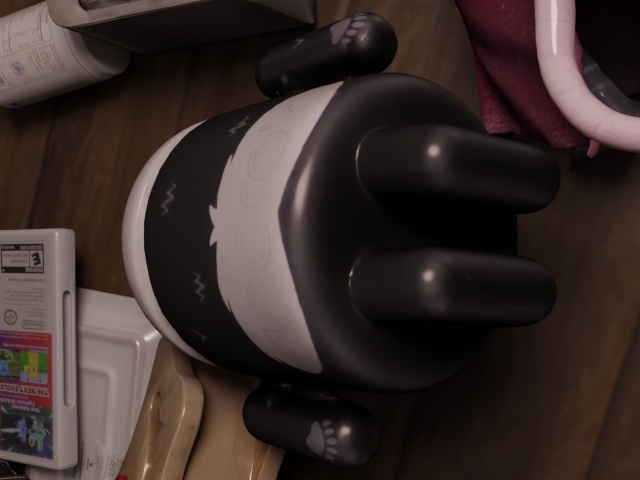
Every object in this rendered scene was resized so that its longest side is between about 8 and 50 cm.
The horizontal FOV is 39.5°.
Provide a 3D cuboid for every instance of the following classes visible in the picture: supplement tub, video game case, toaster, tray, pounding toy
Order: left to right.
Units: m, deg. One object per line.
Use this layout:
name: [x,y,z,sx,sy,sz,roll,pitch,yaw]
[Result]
video game case: [-0.273,0.083,0.730,0.201,0.023,0.183,-1,90,33]
supplement tub: [-0.209,-0.147,0.688,0.107,0.071,0.071,-12,87,22]
tray: [-0.185,0.176,0.713,0.145,0.030,0.270,8,95,22]
toaster: [-0.105,-0.227,0.620,0.186,0.110,0.168,-4,90,23]
pounding toy: [-0.077,0.216,0.633,0.154,0.155,0.269,0,73,66]

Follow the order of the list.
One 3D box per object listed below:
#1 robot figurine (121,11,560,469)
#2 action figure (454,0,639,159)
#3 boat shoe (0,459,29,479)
robot figurine: [0.002,-0.002,0.520,0.278,0.209,0.173,-3,134,51]
action figure: [0.088,-0.214,0.465,0.248,0.276,0.370,-27,96,28]
boat shoe: [-0.273,0.195,0.730,0.125,0.046,0.038,-21,64,48]
